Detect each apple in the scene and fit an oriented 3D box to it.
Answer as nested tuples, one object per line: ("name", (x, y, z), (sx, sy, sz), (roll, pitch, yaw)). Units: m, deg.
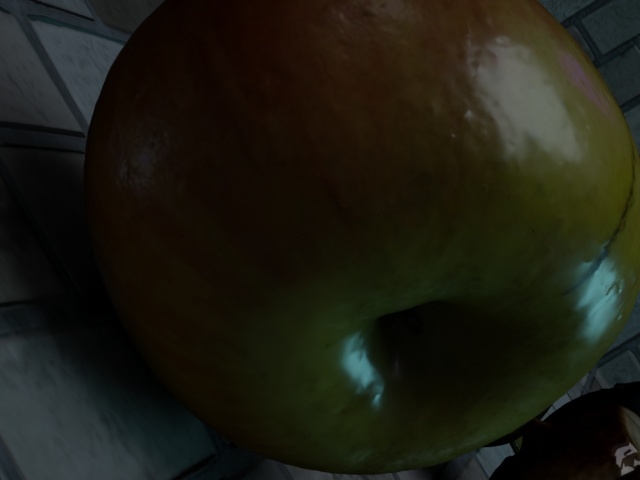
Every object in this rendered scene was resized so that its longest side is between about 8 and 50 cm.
("apple", (0.022, -0.024, 0.779), (0.286, 0.286, 0.233), (48, 15, -41))

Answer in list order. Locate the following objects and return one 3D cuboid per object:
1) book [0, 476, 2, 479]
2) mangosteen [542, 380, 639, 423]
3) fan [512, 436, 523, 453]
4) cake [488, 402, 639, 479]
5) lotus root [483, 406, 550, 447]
("book", (-0.168, 0.014, 0.500), (0.157, 0.026, 0.231), (39, 22, -59))
("mangosteen", (0.248, 0.223, 1.194), (0.243, 0.243, 0.243), (55, 12, -17))
("fan", (0.255, 0.247, 1.747), (0.335, 0.011, 0.229), (43, 19, -48))
("cake", (0.184, 0.251, 0.986), (0.293, 0.199, 0.196), (55, 16, 4))
("lotus root", (0.125, 0.095, 1.287), (0.158, 0.140, 0.322), (35, 3, 10))
